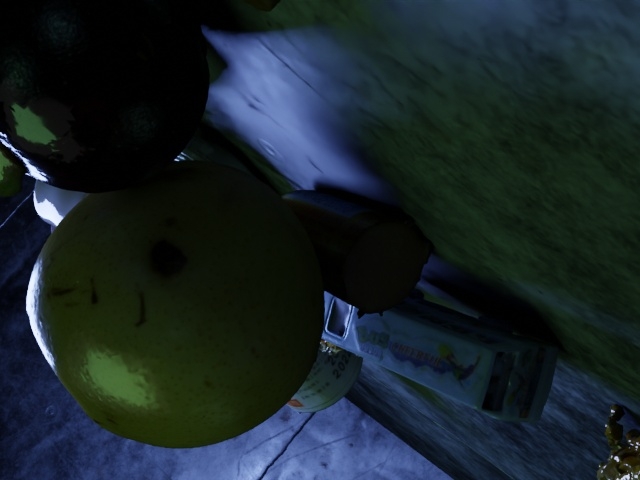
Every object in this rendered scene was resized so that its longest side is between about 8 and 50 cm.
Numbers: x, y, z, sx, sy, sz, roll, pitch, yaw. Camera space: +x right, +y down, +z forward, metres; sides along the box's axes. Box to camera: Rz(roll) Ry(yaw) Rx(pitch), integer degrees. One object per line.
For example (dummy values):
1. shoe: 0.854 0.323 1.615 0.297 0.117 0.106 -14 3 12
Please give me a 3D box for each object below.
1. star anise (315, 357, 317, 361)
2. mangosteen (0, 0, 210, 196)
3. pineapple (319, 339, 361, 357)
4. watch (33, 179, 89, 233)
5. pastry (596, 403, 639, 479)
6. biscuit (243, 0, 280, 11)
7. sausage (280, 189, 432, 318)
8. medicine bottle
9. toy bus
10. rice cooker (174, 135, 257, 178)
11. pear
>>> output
1. star anise: -0.054 0.084 1.582 0.236 0.229 0.093 4 178 42
2. mangosteen: -0.258 -0.175 1.016 0.288 0.288 0.288 38 168 9
3. pineapple: 0.024 0.131 1.643 0.233 0.135 0.079 34 168 19
4. watch: -0.314 -0.073 1.539 0.211 0.248 0.217 34 140 25
5. pastry: 0.389 0.276 1.122 0.154 0.102 0.250 41 169 -3
6. biscuit: -0.099 -0.265 0.771 0.301 0.049 0.197 26 166 50
7. sausage: -0.001 0.002 1.262 0.117 0.125 0.317 46 167 -31
8. medicine bottle: -0.090 0.168 1.946 0.211 0.211 0.371 25 162 51
9. toy bus: 0.127 0.127 1.225 0.136 0.109 0.329 7 -172 -43
10. rice cooker: -0.162 -0.069 1.496 0.206 0.127 0.145 39 171 -40
11. pear: -0.165 0.076 1.145 0.348 0.348 0.348 38 168 9
